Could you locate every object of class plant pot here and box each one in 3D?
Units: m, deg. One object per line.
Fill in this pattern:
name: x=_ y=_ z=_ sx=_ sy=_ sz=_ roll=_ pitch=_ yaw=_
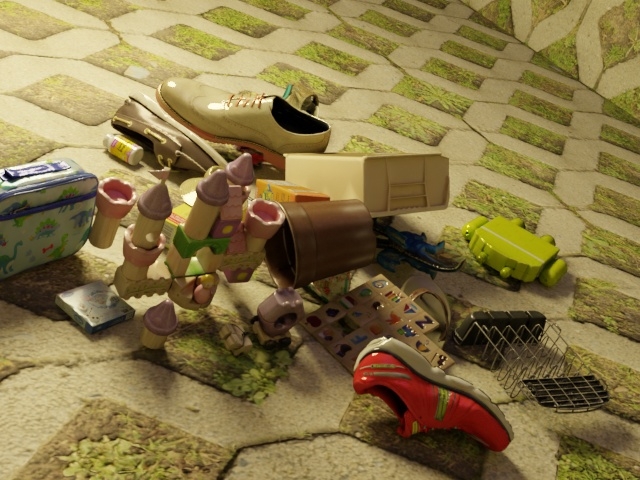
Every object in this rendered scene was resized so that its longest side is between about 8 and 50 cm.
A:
plant pot: x=0.000 y=0.000 z=1.620 sx=0.165 sy=0.167 sz=0.167 roll=-9 pitch=38 yaw=-23

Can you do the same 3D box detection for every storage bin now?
storage bin: x=0.096 y=-0.124 z=1.930 sx=0.260 sy=0.123 sz=0.262 roll=-6 pitch=9 yaw=-41

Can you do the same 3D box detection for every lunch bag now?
lunch bag: x=-0.467 y=-0.041 z=1.472 sx=0.090 sy=0.176 sz=0.219 roll=34 pitch=30 yaw=24

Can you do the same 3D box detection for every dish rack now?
dish rack: x=0.394 y=0.228 z=1.682 sx=0.208 sy=0.074 sz=0.271 roll=1 pitch=36 yaw=-30

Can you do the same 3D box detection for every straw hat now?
straw hat: x=-0.200 y=-0.110 z=1.766 sx=0.144 sy=0.061 sz=0.144 roll=15 pitch=28 yaw=-8

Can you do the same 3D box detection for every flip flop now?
flip flop: x=0.192 y=0.141 z=1.686 sx=0.112 sy=0.080 sz=0.277 roll=21 pitch=29 yaw=3

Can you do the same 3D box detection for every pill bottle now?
pill bottle: x=-0.415 y=-0.193 z=1.912 sx=0.083 sy=0.043 sz=0.043 roll=29 pitch=29 yaw=16

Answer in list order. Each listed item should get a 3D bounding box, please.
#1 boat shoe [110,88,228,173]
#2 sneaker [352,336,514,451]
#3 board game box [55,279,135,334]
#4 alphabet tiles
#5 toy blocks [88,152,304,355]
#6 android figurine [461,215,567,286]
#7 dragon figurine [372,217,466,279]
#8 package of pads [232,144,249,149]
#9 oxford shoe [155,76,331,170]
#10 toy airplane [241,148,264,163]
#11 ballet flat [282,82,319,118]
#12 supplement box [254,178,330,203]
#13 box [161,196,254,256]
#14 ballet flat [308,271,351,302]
boat shoe: x=-0.316 y=-0.202 z=1.939 sx=0.324 sy=0.096 sz=0.116 roll=38 pitch=-8 yaw=23
sneaker: x=0.172 y=0.270 z=1.452 sx=0.279 sy=0.107 sz=0.118 roll=31 pitch=61 yaw=0
board game box: x=-0.358 y=0.105 z=1.453 sx=0.090 sy=0.020 sz=0.090 roll=37 pitch=32 yaw=24
alphabet tiles: x=0.111 y=0.168 z=1.594 sx=0.198 sy=0.009 sz=0.237 roll=-27 pitch=51 yaw=-29
toy blocks: x=-0.175 y=-0.009 z=1.460 sx=0.289 sy=0.260 sz=0.309 roll=-5 pitch=50 yaw=-37
android figurine: x=0.441 y=0.021 z=2.086 sx=0.248 sy=0.056 sz=0.273 roll=31 pitch=29 yaw=19
dragon figurine: x=0.167 y=0.020 z=1.839 sx=0.144 sy=0.085 sz=0.289 roll=10 pitch=14 yaw=-25
package of pads: x=-0.174 y=-0.254 z=2.135 sx=0.050 sy=0.083 sz=0.032 roll=-13 pitch=46 yaw=-40
oxford shoe: x=-0.162 y=-0.287 z=2.008 sx=0.397 sy=0.146 sz=0.140 roll=19 pitch=50 yaw=-12
toy airplane: x=-0.117 y=-0.191 z=2.116 sx=0.151 sy=0.028 sz=0.151 roll=13 pitch=18 yaw=-4
ballet flat: x=-0.065 y=-0.308 z=2.270 sx=0.123 sy=0.123 sz=0.348 roll=20 pitch=24 yaw=0
supplement box: x=-0.061 y=-0.070 z=1.810 sx=0.080 sy=0.078 sz=0.233 roll=3 pitch=9 yaw=-22
box: x=-0.220 y=-0.041 z=1.758 sx=0.087 sy=0.058 sz=0.232 roll=30 pitch=30 yaw=16
ballet flat: x=-0.030 y=0.029 z=1.741 sx=0.241 sy=0.077 sz=0.091 roll=34 pitch=32 yaw=25
